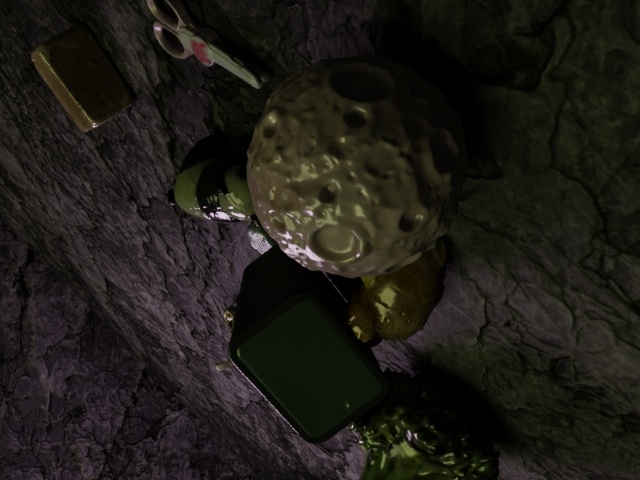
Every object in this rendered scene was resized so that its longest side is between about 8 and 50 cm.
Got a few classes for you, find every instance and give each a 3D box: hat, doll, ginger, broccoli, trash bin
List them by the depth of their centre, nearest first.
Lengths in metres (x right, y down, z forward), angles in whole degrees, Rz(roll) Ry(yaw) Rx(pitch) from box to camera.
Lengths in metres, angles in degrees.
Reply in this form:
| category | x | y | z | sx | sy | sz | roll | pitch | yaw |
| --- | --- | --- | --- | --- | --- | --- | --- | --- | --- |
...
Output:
| category | x | y | z | sx | sy | sz | roll | pitch | yaw |
| --- | --- | --- | --- | --- | --- | --- | --- | --- | --- |
| ginger | 0.113 | 0.080 | 0.969 | 0.102 | 0.157 | 0.216 | 49 | 130 | 47 |
| trash bin | -0.027 | 0.143 | 1.108 | 0.223 | 0.158 | 0.343 | 51 | -173 | -16 |
| doll | -0.160 | -0.094 | 1.136 | 0.234 | 0.135 | 0.144 | 10 | 139 | 40 |
| broccoli | 0.157 | 0.416 | 1.252 | 0.293 | 0.281 | 0.347 | 46 | 151 | -6 |
| hat | -0.211 | 0.206 | 1.684 | 0.076 | 0.059 | 0.077 | 50 | 150 | 23 |

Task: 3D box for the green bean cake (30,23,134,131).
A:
| category | x | y | z | sx | sy | sz | roll | pitch | yaw |
| --- | --- | --- | --- | --- | --- | --- | --- | --- | --- |
| green bean cake | -0.457 | -0.311 | 1.246 | 0.085 | 0.109 | 0.179 | 3 | 132 | 52 |

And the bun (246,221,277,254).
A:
| category | x | y | z | sx | sy | sz | roll | pitch | yaw |
| --- | --- | --- | --- | --- | --- | --- | --- | --- | --- |
| bun | -0.107 | -0.006 | 1.273 | 0.083 | 0.045 | 0.083 | 30 | 150 | 19 |

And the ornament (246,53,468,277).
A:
| category | x | y | z | sx | sy | sz | roll | pitch | yaw |
| --- | --- | --- | --- | --- | --- | --- | --- | --- | --- |
| ornament | 0.040 | -0.090 | 0.745 | 0.259 | 0.259 | 0.225 | 31 | 144 | 22 |

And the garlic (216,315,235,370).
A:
| category | x | y | z | sx | sy | sz | roll | pitch | yaw |
| --- | --- | --- | --- | --- | --- | --- | --- | --- | --- |
| garlic | -0.170 | 0.246 | 1.557 | 0.131 | 0.194 | 0.127 | 53 | 160 | -28 |

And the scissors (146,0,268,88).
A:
| category | x | y | z | sx | sy | sz | roll | pitch | yaw |
| --- | --- | --- | --- | --- | --- | --- | --- | --- | --- |
| scissors | -0.174 | -0.294 | 0.984 | 0.242 | 0.030 | 0.118 | 35 | 152 | 20 |
